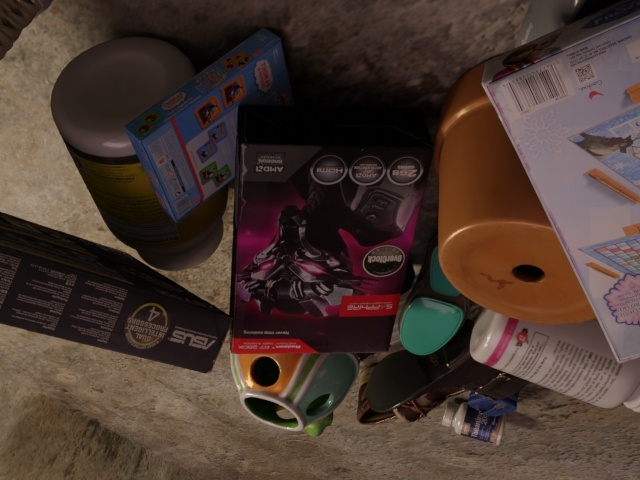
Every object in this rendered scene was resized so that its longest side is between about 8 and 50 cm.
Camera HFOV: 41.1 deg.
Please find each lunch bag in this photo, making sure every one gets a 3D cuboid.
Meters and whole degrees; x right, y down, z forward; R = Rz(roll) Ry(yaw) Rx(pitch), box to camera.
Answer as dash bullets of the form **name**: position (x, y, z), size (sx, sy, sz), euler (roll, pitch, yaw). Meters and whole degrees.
- **lunch bag**: position (0.319, 0.289, 1.584), size (0.067, 0.065, 0.098), euler (30, 148, -14)

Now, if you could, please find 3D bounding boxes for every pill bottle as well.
- **pill bottle**: position (-0.232, -0.102, 1.186), size (0.188, 0.188, 0.334), euler (13, 149, 13)
- **pill bottle**: position (0.374, 0.145, 1.227), size (0.283, 0.160, 0.160), euler (20, 150, 2)
- **pill bottle**: position (0.307, 0.362, 1.706), size (0.120, 0.067, 0.067), euler (14, 149, 12)

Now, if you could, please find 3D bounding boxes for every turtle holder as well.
- **turtle holder**: position (-0.054, 0.225, 1.555), size (0.243, 0.227, 0.320), euler (22, 149, -2)

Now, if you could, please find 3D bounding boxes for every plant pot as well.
- **plant pot**: position (0.256, -0.041, 0.965), size (0.291, 0.203, 0.291), euler (15, 149, 9)

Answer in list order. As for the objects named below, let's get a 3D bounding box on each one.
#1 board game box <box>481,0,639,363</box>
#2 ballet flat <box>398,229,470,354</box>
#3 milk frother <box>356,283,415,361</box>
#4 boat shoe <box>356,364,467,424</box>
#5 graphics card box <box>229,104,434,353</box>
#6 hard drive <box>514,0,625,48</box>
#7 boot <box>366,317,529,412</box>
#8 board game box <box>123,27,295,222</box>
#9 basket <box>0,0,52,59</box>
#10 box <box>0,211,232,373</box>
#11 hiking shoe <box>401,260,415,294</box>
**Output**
- **board game box**: position (0.350, -0.073, 0.727), size (0.318, 0.066, 0.318), euler (-21, 113, 24)
- **ballet flat**: position (0.187, 0.062, 1.262), size (0.095, 0.096, 0.280), euler (22, 140, 6)
- **milk frother**: position (0.099, 0.106, 1.412), size (0.134, 0.143, 0.129), euler (-24, 178, 5)
- **boat shoe**: position (0.181, 0.291, 1.616), size (0.123, 0.123, 0.342), euler (36, 146, -23)
- **graphics card box**: position (0.000, 0.000, 1.119), size (0.233, 0.094, 0.371), euler (1, 130, -8)
- **hard drive**: position (0.285, -0.230, 0.725), size (0.172, 0.054, 0.255), euler (-3, 155, -11)
- **boot**: position (0.234, 0.233, 1.423), size (0.263, 0.091, 0.229), euler (-37, 137, 27)
- **board game box**: position (-0.124, -0.139, 1.047), size (0.039, 0.211, 0.160), euler (41, 160, 30)
- **basket**: position (-0.572, -0.282, 1.040), size (0.328, 0.266, 0.331), euler (-13, 137, 43)
- **box**: position (-0.356, 0.043, 1.114), size (0.395, 0.097, 0.318), euler (23, 178, -44)
- **hiking shoe**: position (0.056, -0.007, 1.235), size (0.132, 0.113, 0.304), euler (-23, 136, 36)
